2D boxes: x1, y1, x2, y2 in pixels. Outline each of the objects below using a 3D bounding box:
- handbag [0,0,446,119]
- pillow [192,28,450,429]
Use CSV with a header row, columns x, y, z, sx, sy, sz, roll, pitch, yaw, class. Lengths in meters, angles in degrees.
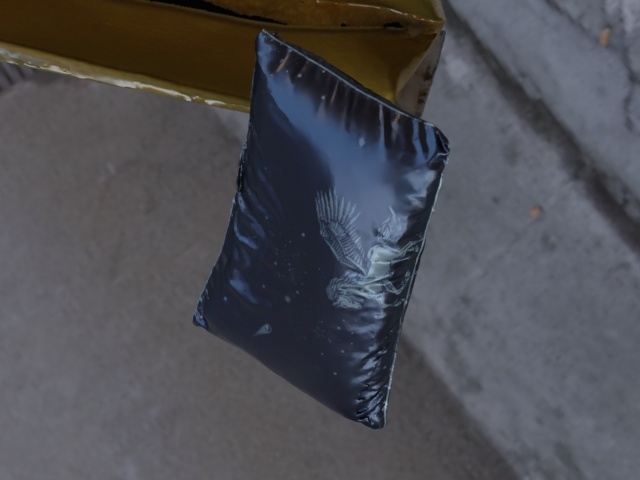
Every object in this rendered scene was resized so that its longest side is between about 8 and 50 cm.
x,y,z,sx,sy,sz,roll,pitch,yaw,class
-0.101,-0.197,1.009,0.401,0.283,0.133,10,108,4,handbag
0.000,0.000,0.793,0.141,0.055,0.208,30,127,21,pillow
